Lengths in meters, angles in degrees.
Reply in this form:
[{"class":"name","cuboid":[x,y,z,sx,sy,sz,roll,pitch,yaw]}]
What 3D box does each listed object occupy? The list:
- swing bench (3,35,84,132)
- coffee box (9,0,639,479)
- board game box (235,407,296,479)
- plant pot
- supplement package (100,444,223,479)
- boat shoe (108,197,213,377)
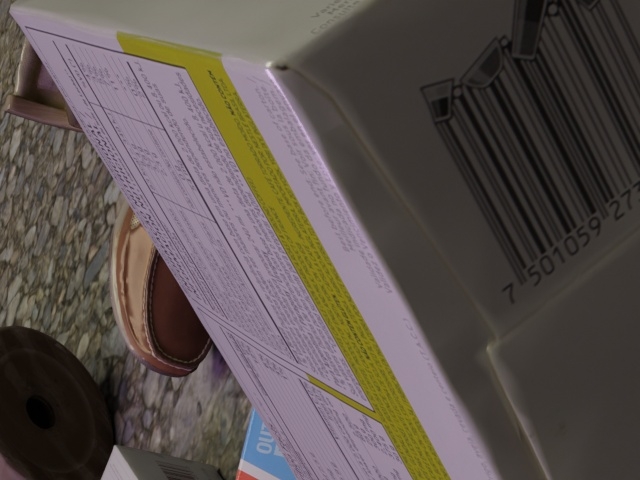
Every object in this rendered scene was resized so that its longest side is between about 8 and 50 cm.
[{"class":"swing bench","cuboid":[-0.209,-0.253,1.898,0.254,0.165,0.253,-10,67,66]},{"class":"coffee box","cuboid":[0.114,-0.050,0.842,0.337,0.338,0.334,-36,23,-15]},{"class":"board game box","cuboid":[0.012,0.131,1.172,0.316,0.064,0.242,48,-125,-78]},{"class":"plant pot","cuboid":[-0.374,0.234,1.819,0.280,0.323,0.323,-32,46,30]},{"class":"supplement package","cuboid":[-0.151,0.287,1.536,0.105,0.105,0.179,41,111,59]},{"class":"boat shoe","cuboid":[-0.112,-0.037,1.635,0.116,0.123,0.324,-16,62,56]}]
